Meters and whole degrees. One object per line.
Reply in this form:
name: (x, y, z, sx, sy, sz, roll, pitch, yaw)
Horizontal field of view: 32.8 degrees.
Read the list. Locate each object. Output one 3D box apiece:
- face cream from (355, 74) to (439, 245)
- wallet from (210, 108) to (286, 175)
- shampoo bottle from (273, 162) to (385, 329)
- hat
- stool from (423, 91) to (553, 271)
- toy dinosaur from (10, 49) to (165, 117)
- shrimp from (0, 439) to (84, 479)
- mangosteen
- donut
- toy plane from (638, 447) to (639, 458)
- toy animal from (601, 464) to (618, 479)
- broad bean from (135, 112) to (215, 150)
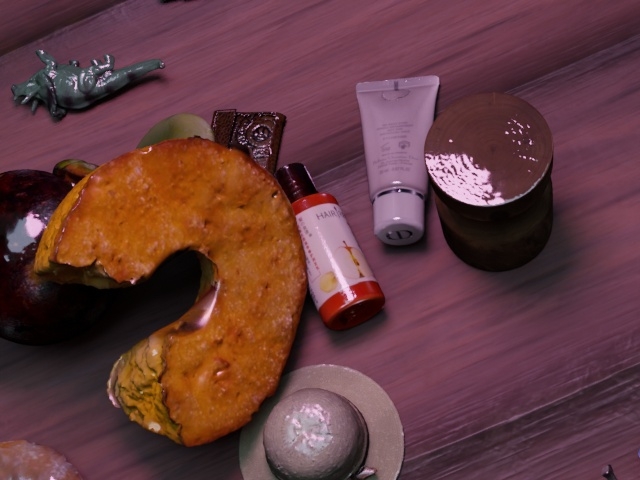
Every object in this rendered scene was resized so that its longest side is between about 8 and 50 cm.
face cream: (0.126, -0.143, 1.769, 0.143, 0.089, 0.314, -5, 60, 11)
wallet: (-0.142, -0.109, 1.832, 0.133, 0.039, 0.243, 4, 68, 17)
shampoo bottle: (0.000, 0.000, 1.722, 0.104, 0.104, 0.278, -27, 66, 1)
hat: (-0.012, 0.290, 1.597, 0.257, 0.130, 0.257, -4, 69, 11)
stool: (0.255, -0.079, 1.613, 0.179, 0.264, 0.179, -4, 67, 10)
toy dinosaur: (-0.417, -0.300, 1.946, 0.292, 0.079, 0.120, -19, 72, 7)
shrimp: (-0.408, 0.478, 1.631, 0.221, 0.110, 0.446, -39, 62, -14)
mangosteen: (-0.439, 0.015, 1.718, 0.311, 0.311, 0.311, -4, 68, 10)
donut: (-0.206, 0.058, 1.614, 0.378, 0.435, 0.163, -34, 20, -30)
toy plane: (0.557, 0.234, 1.512, 0.271, 0.105, 0.254, -31, 65, 0)
toy animal: (0.500, 0.325, 1.436, 0.255, 0.170, 0.090, -22, 35, 25)
broad bean: (-0.245, -0.122, 1.813, 0.169, 0.100, 0.228, -31, 52, 10)
